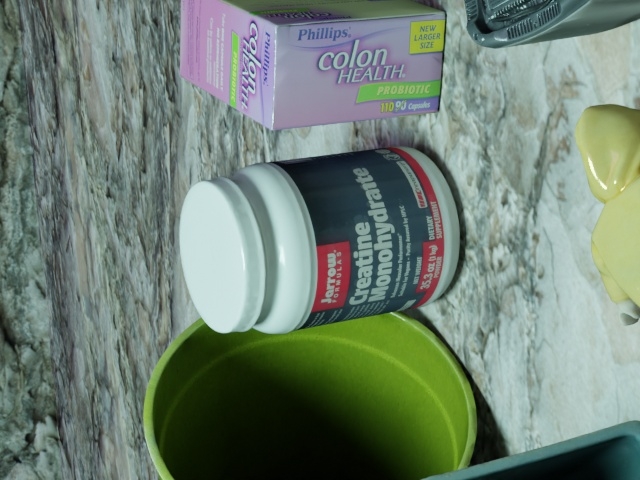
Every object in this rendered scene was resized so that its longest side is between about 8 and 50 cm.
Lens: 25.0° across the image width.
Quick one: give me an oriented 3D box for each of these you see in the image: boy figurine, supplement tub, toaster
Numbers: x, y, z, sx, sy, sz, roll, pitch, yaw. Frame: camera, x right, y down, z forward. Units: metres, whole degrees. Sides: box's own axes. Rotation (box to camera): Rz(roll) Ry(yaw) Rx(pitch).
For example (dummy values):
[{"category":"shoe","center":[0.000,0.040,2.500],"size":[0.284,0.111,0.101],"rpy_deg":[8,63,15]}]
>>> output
[{"category":"boy figurine","center":[0.300,0.008,1.253],"size":[0.285,0.092,0.177],"rpy_deg":[67,149,27]},{"category":"supplement tub","center":[0.000,0.000,1.615],"size":[0.191,0.272,0.191],"rpy_deg":[27,122,56]},{"category":"toaster","center":[0.220,-0.244,1.268],"size":[0.227,0.147,0.129],"rpy_deg":[-24,76,61]}]

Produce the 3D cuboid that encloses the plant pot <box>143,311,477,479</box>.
[{"category":"plant pot","center":[-0.018,0.309,1.708],"size":[0.366,0.367,0.353],"rpy_deg":[56,154,39]}]

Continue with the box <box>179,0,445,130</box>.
[{"category":"box","center":[-0.015,-0.221,1.642],"size":[0.243,0.214,0.117],"rpy_deg":[33,126,54]}]

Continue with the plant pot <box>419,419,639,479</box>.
[{"category":"plant pot","center":[0.199,0.346,1.395],"size":[0.252,0.247,0.247],"rpy_deg":[122,133,-66]}]
